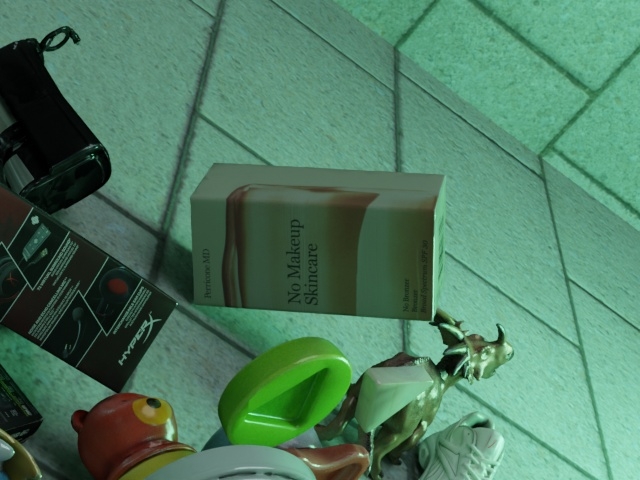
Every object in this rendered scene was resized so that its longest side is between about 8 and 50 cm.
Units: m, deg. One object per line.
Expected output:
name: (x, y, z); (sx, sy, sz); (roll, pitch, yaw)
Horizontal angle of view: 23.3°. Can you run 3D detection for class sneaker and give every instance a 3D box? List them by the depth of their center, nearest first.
sneaker: (0.176, 0.282, 1.900); (0.090, 0.115, 0.232); (35, 24, -16)

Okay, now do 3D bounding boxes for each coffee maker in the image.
coffee maker: (-0.319, -0.138, 1.797); (0.178, 0.171, 0.120); (52, 8, 19)

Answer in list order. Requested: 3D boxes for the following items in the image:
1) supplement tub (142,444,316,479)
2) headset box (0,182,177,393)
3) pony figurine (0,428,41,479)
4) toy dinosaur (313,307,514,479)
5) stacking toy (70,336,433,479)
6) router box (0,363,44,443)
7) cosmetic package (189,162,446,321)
supplement tub: (-0.047, 0.353, 1.267); (0.235, 0.235, 0.325); (23, 29, -38)
headset box: (-0.312, 0.005, 1.466); (0.293, 0.110, 0.218); (37, -7, -35)
pony figurine: (-0.378, 0.076, 1.148); (0.363, 0.303, 0.351); (18, -23, 50)
toy dinosaur: (0.106, 0.174, 1.873); (0.127, 0.200, 0.295); (46, 24, 9)
stacking toy: (-0.069, 0.166, 1.521); (0.309, 0.279, 0.130); (14, 33, -53)
router box: (-0.329, 0.143, 1.448); (0.122, 0.038, 0.092); (48, 23, 16)
cosmetic package: (0.000, 0.000, 1.889); (0.296, 0.153, 0.129); (2, 22, 11)
